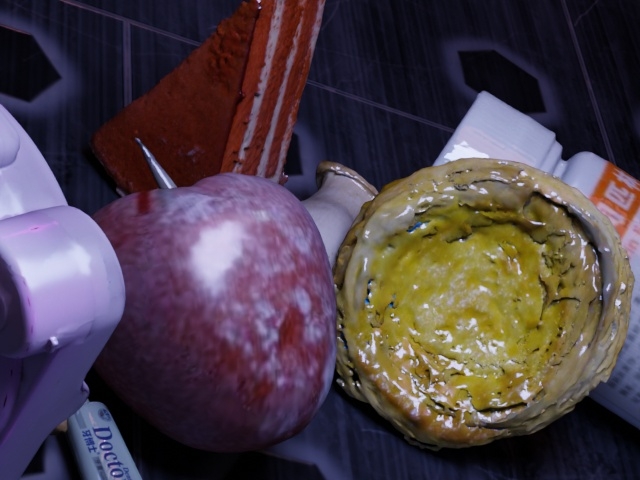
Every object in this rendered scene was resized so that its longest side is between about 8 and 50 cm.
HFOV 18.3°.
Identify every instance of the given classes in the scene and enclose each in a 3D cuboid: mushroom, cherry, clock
[{"bbox_3d":[0.001,-0.001,1.909,0.097,0.088,0.212,17,30,16],"label":"mushroom"},{"bbox_3d":[-0.100,0.044,1.679,0.236,0.213,0.285,-23,85,-28],"label":"cherry"},{"bbox_3d":[-0.297,0.015,1.479,0.113,0.295,0.322,-15,60,-44],"label":"clock"}]

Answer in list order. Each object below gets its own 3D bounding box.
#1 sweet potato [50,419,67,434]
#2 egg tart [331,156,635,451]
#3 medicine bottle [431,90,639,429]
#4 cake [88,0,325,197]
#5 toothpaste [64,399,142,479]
[{"bbox_3d":[-0.304,0.021,1.651,0.114,0.092,0.341,17,35,-48],"label":"sweet potato"},{"bbox_3d":[0.144,0.061,1.837,0.291,0.291,0.107,34,4,3],"label":"egg tart"},{"bbox_3d":[0.263,0.029,1.971,0.371,0.211,0.211,34,35,1],"label":"medicine bottle"},{"bbox_3d":[-0.105,-0.150,1.889,0.159,0.262,0.158,26,27,23],"label":"cake"},{"bbox_3d":[-0.161,0.206,1.585,0.064,0.041,0.218,-9,53,-28],"label":"toothpaste"}]
